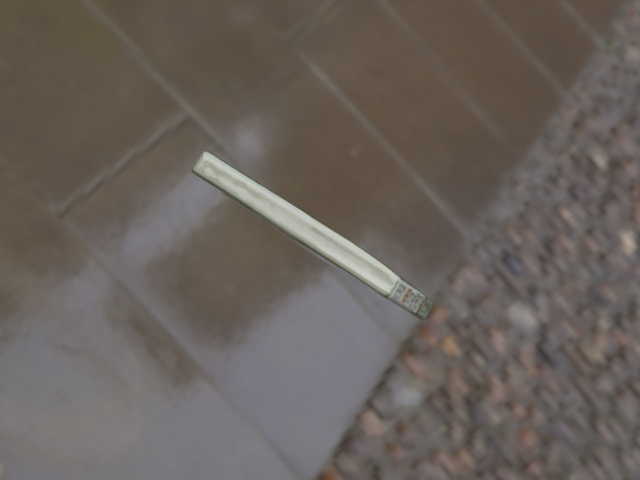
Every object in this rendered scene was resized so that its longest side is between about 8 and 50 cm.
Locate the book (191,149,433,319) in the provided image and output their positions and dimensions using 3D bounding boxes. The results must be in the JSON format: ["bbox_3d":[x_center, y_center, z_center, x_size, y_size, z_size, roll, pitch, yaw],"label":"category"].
[{"bbox_3d":[0.000,0.000,1.703,0.202,0.027,0.264,32,0,11],"label":"book"}]
